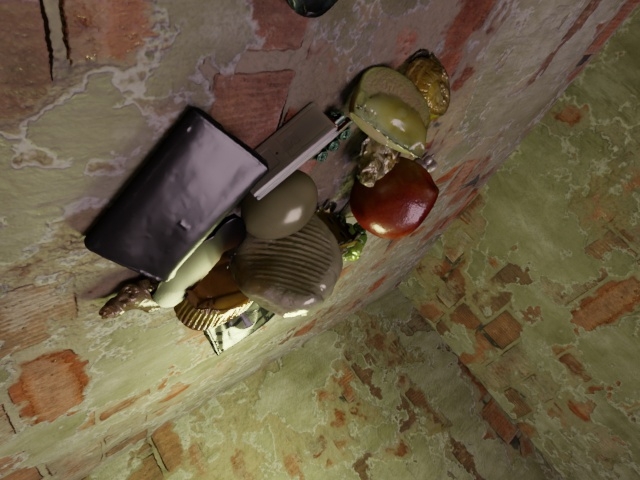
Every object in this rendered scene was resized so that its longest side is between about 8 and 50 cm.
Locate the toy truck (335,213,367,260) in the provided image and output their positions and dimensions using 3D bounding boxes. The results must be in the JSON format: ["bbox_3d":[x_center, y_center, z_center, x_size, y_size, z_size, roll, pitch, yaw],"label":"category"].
[{"bbox_3d":[0.103,0.013,1.768,0.186,0.211,0.148,6,146,-14],"label":"toy truck"}]

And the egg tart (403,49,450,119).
[{"bbox_3d":[0.333,-0.455,1.304,0.232,0.098,0.252,-54,140,-11],"label":"egg tart"}]

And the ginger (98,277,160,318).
[{"bbox_3d":[-0.527,0.162,1.228,0.213,0.074,0.138,0,126,-53],"label":"ginger"}]

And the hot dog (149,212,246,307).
[{"bbox_3d":[-0.357,0.035,1.196,0.326,0.107,0.194,-38,154,-9],"label":"hot dog"}]

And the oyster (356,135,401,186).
[{"bbox_3d":[0.218,-0.318,1.424,0.351,0.114,0.238,-57,164,-23],"label":"oyster"}]

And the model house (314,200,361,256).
[{"bbox_3d":[0.000,0.000,1.576,0.198,0.224,0.215,-16,149,-48],"label":"model house"}]

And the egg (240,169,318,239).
[{"bbox_3d":[-0.119,-0.101,1.214,0.241,0.186,0.186,-39,160,2],"label":"egg"}]

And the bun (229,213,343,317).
[{"bbox_3d":[-0.108,0.071,1.360,0.365,0.365,0.219,-30,162,-24],"label":"bun"}]

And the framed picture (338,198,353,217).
[{"bbox_3d":[0.177,-0.161,1.849,0.231,0.010,0.173,-10,145,-53],"label":"framed picture"}]

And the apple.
[{"bbox_3d":[0.200,-0.373,1.213,0.193,0.264,0.120,-66,-158,-8],"label":"apple"}]

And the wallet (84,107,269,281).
[{"bbox_3d":[-0.326,-0.087,0.975,0.406,0.062,0.228,-45,130,12],"label":"wallet"}]

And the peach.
[{"bbox_3d":[0.279,-0.161,1.600,0.332,0.308,0.307,-13,173,29],"label":"peach"}]

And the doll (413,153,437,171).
[{"bbox_3d":[0.473,-0.332,1.939,0.160,0.059,0.161,-30,157,-22],"label":"doll"}]

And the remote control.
[{"bbox_3d":[-0.091,-0.233,1.111,0.277,0.103,0.055,-40,161,1],"label":"remote control"}]

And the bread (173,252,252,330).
[{"bbox_3d":[-0.343,0.167,1.381,0.288,0.204,0.156,-27,165,-47],"label":"bread"}]

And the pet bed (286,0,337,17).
[{"bbox_3d":[0.002,-0.512,0.767,0.201,0.053,0.201,-34,160,-14],"label":"pet bed"}]

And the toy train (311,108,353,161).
[{"bbox_3d":[0.011,-0.299,1.199,0.176,0.074,0.118,-40,156,7],"label":"toy train"}]

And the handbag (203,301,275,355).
[{"bbox_3d":[-0.327,0.257,1.646,0.325,0.162,0.327,-34,153,-21],"label":"handbag"}]
